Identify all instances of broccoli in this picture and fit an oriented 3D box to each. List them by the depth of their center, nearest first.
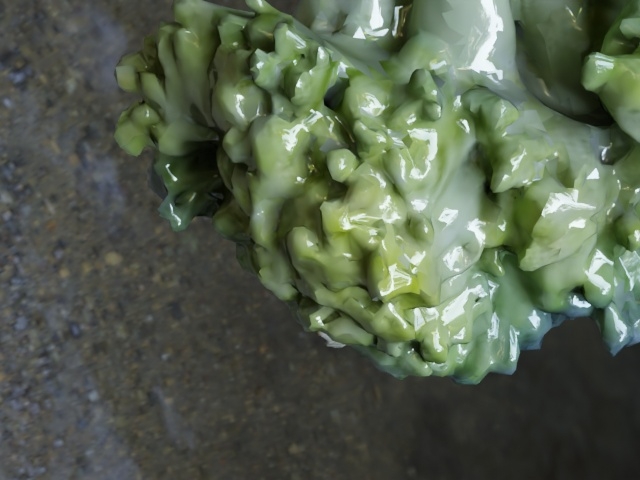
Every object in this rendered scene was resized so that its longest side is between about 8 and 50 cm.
[{"bbox_3d":[0.076,-0.117,0.518,0.281,0.347,0.293,77,0,-50],"label":"broccoli"}]

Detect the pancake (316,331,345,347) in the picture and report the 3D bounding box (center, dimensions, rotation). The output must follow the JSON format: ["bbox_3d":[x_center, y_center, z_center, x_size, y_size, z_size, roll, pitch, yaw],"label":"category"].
[{"bbox_3d":[-0.001,0.000,0.837,0.151,0.025,0.152,-14,90,-82],"label":"pancake"}]
